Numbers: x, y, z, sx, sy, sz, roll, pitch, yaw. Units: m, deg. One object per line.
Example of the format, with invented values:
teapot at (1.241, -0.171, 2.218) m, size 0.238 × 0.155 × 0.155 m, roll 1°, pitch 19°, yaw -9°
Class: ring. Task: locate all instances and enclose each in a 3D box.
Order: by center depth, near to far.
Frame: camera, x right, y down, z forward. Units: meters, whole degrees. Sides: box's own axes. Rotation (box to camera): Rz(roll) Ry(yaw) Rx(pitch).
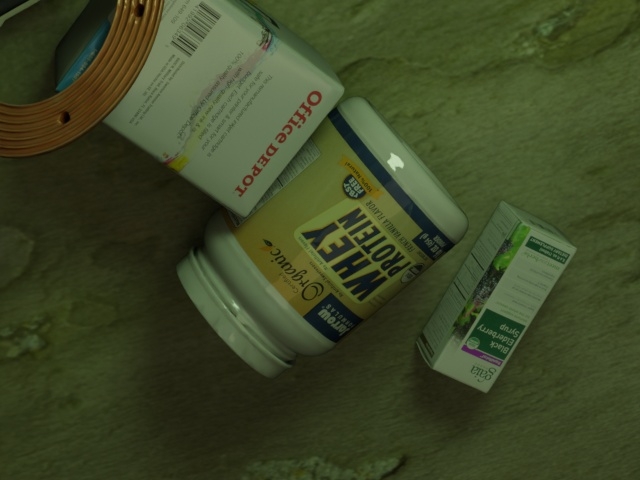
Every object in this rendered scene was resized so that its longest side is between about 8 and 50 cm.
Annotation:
ring at (-0.305, -0.251, 1.574) m, size 0.336 × 0.336 × 0.032 m, roll -49°, pitch 152°, yaw 10°

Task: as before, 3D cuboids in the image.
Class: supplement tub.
supplement tub at (0.000, 0.000, 1.778) m, size 0.316 × 0.228 × 0.228 m, roll -41°, pitch 113°, yaw 7°

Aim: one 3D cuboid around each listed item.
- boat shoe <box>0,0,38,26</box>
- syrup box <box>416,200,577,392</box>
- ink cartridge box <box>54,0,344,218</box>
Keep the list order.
boat shoe at (-0.354, -0.307, 1.671) m, size 0.206 × 0.075 × 0.065 m, roll -33°, pitch 114°, yaw 9°
syrup box at (0.234, 0.077, 1.926) m, size 0.093 × 0.096 × 0.237 m, roll 25°, pitch 104°, yaw -19°
ink cartridge box at (-0.146, -0.200, 1.685) m, size 0.270 × 0.197 × 0.198 m, roll 35°, pitch 101°, yaw -21°
